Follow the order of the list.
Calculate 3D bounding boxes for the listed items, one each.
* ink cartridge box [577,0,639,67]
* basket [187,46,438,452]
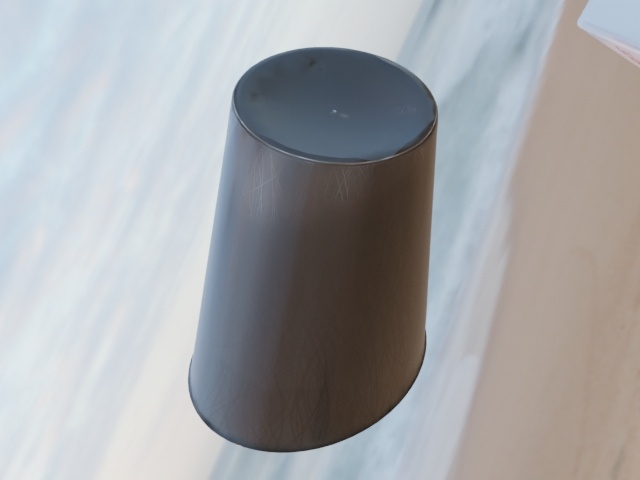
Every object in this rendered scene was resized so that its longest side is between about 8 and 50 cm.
[{"bbox_3d":[0.328,-0.107,0.707,0.273,0.198,0.114,39,104,48],"label":"ink cartridge box"},{"bbox_3d":[0.000,0.000,0.775,0.204,0.154,0.227,-39,-33,-38],"label":"basket"}]
